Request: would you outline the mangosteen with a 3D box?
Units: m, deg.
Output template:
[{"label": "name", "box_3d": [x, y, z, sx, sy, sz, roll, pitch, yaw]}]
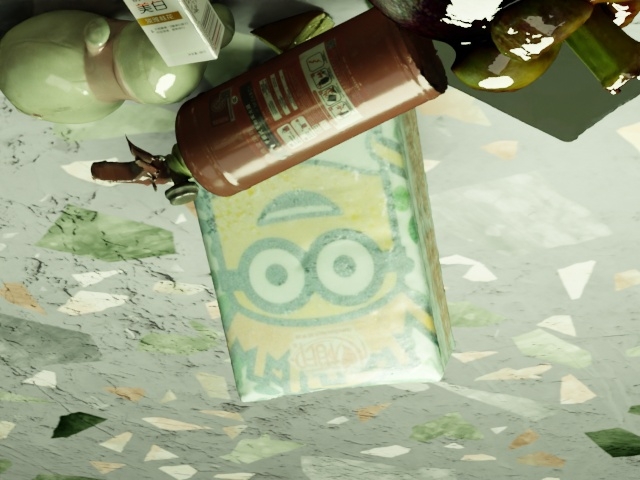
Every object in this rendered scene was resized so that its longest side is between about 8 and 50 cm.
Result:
[{"label": "mangosteen", "box_3d": [0.157, -0.246, 1.522, 0.275, 0.302, 0.275, -34, 174, -4]}]

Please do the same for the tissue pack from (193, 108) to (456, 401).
[{"label": "tissue pack", "box_3d": [0.000, 0.000, 2.010, 0.228, 0.310, 0.128, -7, -164, 15]}]

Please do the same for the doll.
[{"label": "doll", "box_3d": [-0.220, -0.171, 1.883, 0.275, 0.113, 0.155, -13, 152, 23]}]

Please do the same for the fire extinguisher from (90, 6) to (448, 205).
[{"label": "fire extinguisher", "box_3d": [-0.057, -0.121, 1.842, 0.337, 0.106, 0.147, -25, 156, 18]}]

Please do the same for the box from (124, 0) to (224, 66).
[{"label": "box", "box_3d": [-0.154, -0.240, 1.713, 0.055, 0.039, 0.218, -7, 141, 24]}]

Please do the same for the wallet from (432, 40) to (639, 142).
[{"label": "wallet", "box_3d": [0.186, -0.178, 1.942, 0.285, 0.030, 0.146, 20, 150, -29]}]

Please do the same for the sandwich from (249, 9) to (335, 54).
[{"label": "sandwich", "box_3d": [-0.029, -0.196, 1.903, 0.083, 0.044, 0.031, -15, 144, 24]}]
